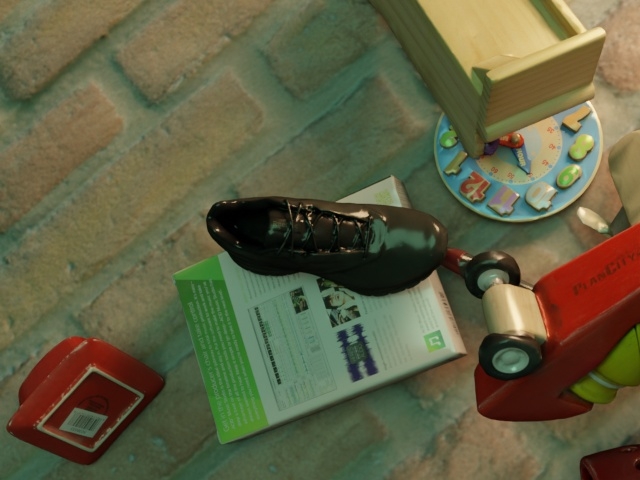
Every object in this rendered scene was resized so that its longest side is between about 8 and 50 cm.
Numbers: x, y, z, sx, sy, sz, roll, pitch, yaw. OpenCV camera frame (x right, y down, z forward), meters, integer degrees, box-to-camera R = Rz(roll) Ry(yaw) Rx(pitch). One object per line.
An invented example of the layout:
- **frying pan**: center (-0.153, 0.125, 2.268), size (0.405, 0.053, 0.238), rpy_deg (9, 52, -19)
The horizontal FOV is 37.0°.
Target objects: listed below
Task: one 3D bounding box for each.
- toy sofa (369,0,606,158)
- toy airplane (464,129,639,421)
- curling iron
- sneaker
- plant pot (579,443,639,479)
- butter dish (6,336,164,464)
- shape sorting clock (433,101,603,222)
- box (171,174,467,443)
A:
- **toy sofa**: center (0.181, -0.291, 1.174), size (0.150, 0.177, 0.362), rpy_deg (-23, 63, -9)
- **toy airplane**: center (0.367, 0.055, 0.953), size (0.384, 0.272, 0.386), rpy_deg (8, 62, 58)
- **curling iron**: center (0.169, 0.041, 1.172), size (0.274, 0.035, 0.068), rpy_deg (17, 86, 19)
- **sneaker**: center (0.000, 0.000, 1.087), size (0.287, 0.130, 0.109), rpy_deg (0, 78, 20)
- **plant pot**: center (0.376, 0.292, 0.978), size (0.174, 0.191, 0.191), rpy_deg (-18, 73, 5)
- **butter dish**: center (-0.313, 0.184, 1.221), size (0.160, 0.160, 0.118), rpy_deg (-48, 48, -1)
- **shape sorting clock**: center (0.244, -0.121, 1.188), size (0.206, 0.040, 0.206), rpy_deg (-3, 77, 14)
- **box**: center (-0.010, 0.089, 1.176), size (0.322, 0.058, 0.232), rpy_deg (-23, 73, 16)
